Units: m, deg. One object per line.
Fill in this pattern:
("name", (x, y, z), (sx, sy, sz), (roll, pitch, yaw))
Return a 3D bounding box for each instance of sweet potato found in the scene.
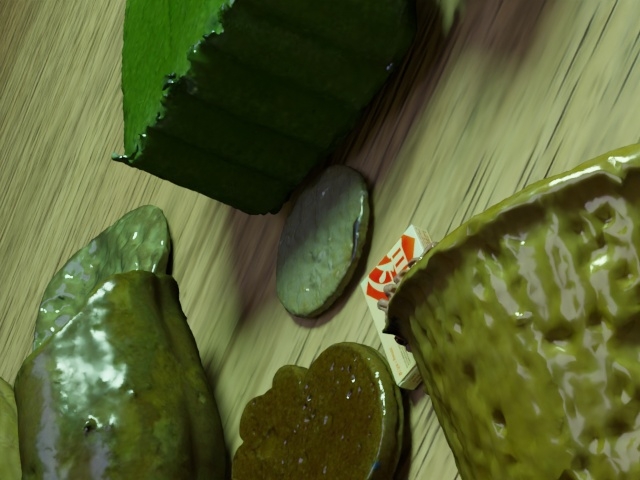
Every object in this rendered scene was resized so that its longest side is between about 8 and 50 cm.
("sweet potato", (-0.141, 0.200, 0.764), (0.158, 0.157, 0.370), (-37, 54, 44))

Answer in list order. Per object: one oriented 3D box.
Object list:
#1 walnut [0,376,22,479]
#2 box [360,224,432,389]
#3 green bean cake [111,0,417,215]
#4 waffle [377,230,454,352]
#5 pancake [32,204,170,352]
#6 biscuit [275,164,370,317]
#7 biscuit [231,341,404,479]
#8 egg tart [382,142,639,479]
("walnut", (-0.354, 0.256, 0.945), (0.333, 0.333, 0.333), (-36, 44, 44))
("box", (0.057, 0.040, 0.656), (0.058, 0.015, 0.093), (-51, 35, 26))
("green bean cake", (-0.047, -0.181, 0.819), (0.247, 0.156, 0.250), (-50, 32, 36))
("waffle", (0.074, 0.030, 0.603), (0.083, 0.029, 0.075), (-34, 41, 8))
("pancake", (-0.213, 0.070, 1.061), (0.242, 0.050, 0.242), (-31, 44, 36))
("biscuit", (0.000, 0.000, 0.776), (0.120, 0.015, 0.120), (-37, 44, 45))
("biscuit", (-0.002, 0.129, 0.690), (0.175, 0.026, 0.124), (-17, 57, 54))
("egg tart", (0.128, 0.068, 0.356), (0.202, 0.202, 0.147), (-33, 54, 47))
